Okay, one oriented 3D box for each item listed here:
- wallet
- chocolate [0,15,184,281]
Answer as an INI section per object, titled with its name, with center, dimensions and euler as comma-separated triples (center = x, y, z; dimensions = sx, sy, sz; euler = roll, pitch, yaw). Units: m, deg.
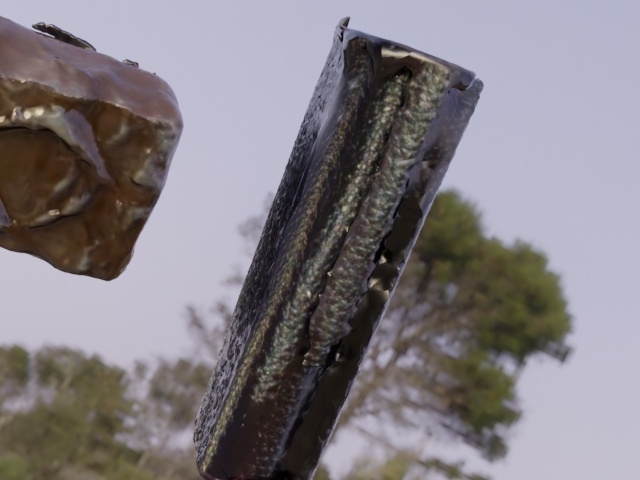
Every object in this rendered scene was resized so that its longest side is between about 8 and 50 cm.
[wallet]
center = 0.000, 0.000, 0.798
dimensions = 0.071, 0.220, 0.262
euler = 18, 7, -8
[chocolate]
center = -0.208, -0.067, 1.033
dimensions = 0.214, 0.148, 0.093
euler = 17, 19, -19
